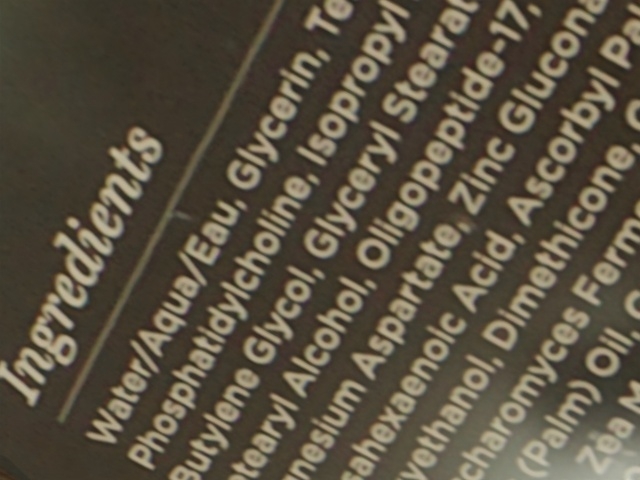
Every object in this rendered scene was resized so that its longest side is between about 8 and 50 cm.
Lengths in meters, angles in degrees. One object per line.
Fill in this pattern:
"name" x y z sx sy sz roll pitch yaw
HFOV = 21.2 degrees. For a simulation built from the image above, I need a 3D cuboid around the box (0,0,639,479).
"box" 0.085 -0.097 0.556 0.471 0.297 0.480 27 -155 -3
